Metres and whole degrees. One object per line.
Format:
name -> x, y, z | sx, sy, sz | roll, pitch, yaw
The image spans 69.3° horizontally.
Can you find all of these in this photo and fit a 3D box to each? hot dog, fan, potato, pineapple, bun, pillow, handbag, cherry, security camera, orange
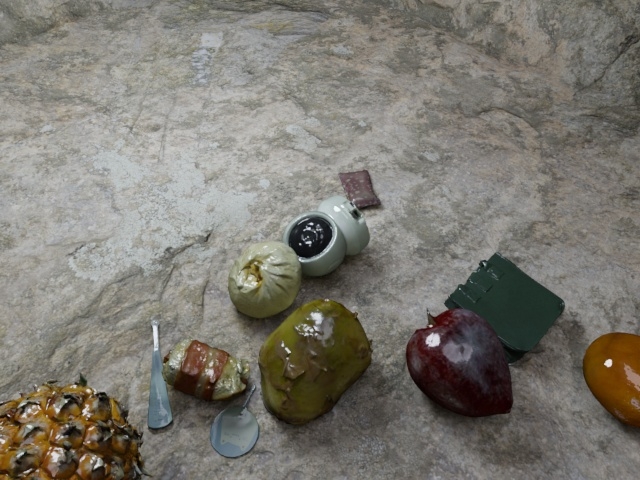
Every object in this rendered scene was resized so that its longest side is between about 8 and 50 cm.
hot dog -> -0.275, 0.317, 1.113 | 0.213, 0.103, 0.146 | 26, 32, 3
fan -> -0.397, 0.320, 1.144 | 0.057, 0.023, 0.282 | -8, 55, -10
potato -> -0.021, 0.272, 1.112 | 0.246, 0.196, 0.300 | 35, 58, 22
pineapple -> -0.492, 0.433, 0.839 | 0.352, 0.352, 0.300 | 14, 28, 5
bun -> -0.157, 0.101, 1.222 | 0.222, 0.127, 0.222 | -2, 84, 24
pillow -> 0.131, -0.177, 1.572 | 0.118, 0.043, 0.185 | -9, 53, -9
handbag -> 0.514, 0.182, 1.306 | 0.247, 0.079, 0.260 | -33, 61, -28
fan -> -0.190, 0.420, 1.094 | 0.113, 0.005, 0.175 | 16, 54, 8
cherry -> 0.335, 0.296, 1.119 | 0.230, 0.203, 0.300 | -28, 67, -32
security camera -> 0.000, 0.000, 1.335 | 0.236, 0.194, 0.194 | -33, 61, -21
orange -> 0.771, 0.344, 1.143 | 0.240, 0.171, 0.240 | 7, 47, -8
